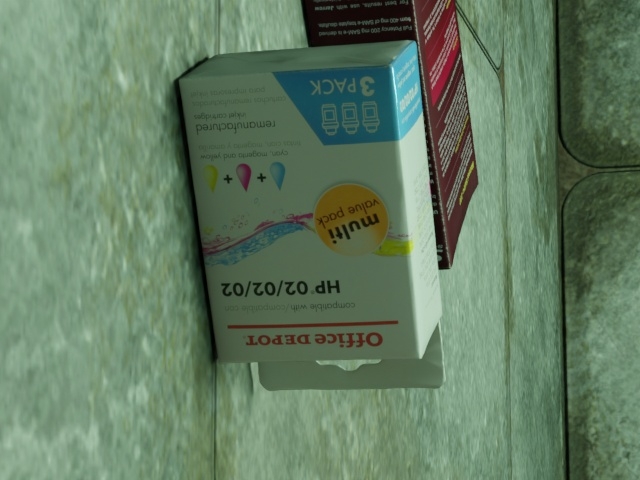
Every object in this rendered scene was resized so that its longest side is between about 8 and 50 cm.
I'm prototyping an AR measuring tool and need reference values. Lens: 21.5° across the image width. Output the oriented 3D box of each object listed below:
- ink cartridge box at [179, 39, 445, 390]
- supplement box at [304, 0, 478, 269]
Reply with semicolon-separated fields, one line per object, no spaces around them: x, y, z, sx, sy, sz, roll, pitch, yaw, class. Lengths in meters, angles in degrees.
0.000;0.000;0.820;0.061;0.104;0.181;-54;139;-67;ink cartridge box
0.047;-0.113;1.083;0.130;0.073;0.239;-64;147;-60;supplement box
